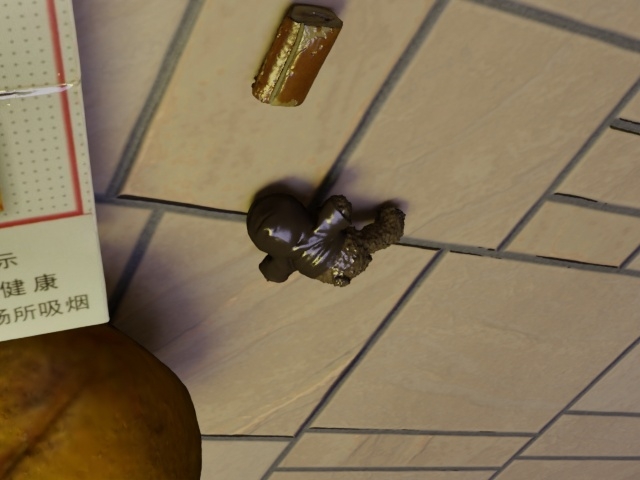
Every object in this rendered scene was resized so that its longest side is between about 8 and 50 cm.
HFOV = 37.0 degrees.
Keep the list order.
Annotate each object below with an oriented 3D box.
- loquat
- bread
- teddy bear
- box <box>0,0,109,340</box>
[{"bbox_3d":[-0.241,0.186,0.867,0.276,0.276,0.284,-38,162,22],"label":"loquat"},{"bbox_3d":[-0.018,-0.140,0.738,0.046,0.036,0.083,2,139,-29],"label":"bread"},{"bbox_3d":[0.004,0.007,0.888,0.160,0.078,0.119,14,135,-36],"label":"teddy bear"},{"bbox_3d":[-0.268,-0.064,0.656,0.210,0.095,0.330,-9,134,-16],"label":"box"}]
